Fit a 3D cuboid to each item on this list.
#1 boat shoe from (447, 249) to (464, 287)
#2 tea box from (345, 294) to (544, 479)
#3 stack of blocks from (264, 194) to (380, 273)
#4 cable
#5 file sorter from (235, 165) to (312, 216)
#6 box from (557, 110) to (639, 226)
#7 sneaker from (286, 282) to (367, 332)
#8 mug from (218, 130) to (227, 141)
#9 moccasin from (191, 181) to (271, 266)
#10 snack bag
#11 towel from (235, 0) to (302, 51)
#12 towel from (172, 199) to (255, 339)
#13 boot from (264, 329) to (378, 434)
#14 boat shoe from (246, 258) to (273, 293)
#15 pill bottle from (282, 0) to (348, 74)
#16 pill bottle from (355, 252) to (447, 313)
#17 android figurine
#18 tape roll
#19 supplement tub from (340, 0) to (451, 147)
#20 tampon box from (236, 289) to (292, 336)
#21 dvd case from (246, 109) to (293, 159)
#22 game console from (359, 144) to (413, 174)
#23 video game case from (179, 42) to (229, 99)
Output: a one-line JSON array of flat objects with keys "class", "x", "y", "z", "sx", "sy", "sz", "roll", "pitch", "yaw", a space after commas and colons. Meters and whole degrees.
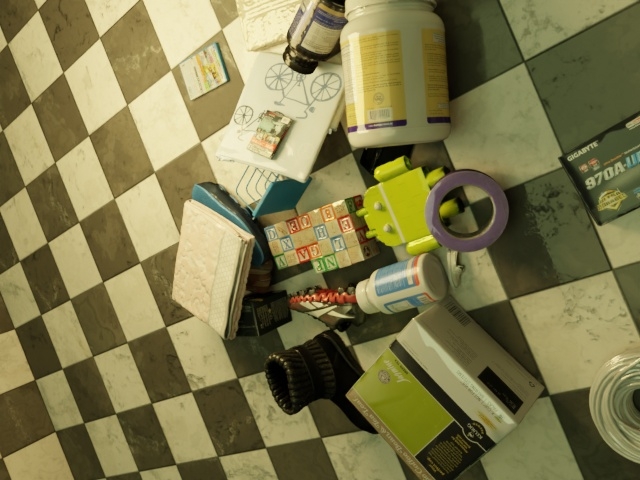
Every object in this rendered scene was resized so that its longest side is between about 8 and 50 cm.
[{"class": "boat shoe", "x": 0.341, "y": 0.070, "z": 1.605, "sx": 0.035, "sy": 0.035, "sz": 0.100, "roll": -3, "pitch": 94, "yaw": 38}, {"class": "tea box", "x": 0.302, "y": 0.378, "z": 1.596, "sx": 0.329, "sy": 0.220, "sz": 0.323, "roll": 47, "pitch": 123, "yaw": 17}, {"class": "stack of blocks", "x": 0.000, "y": 0.000, "z": 1.791, "sx": 0.297, "sy": 0.087, "sz": 0.171, "roll": -17, "pitch": 92, "yaw": 37}, {"class": "cable", "x": 0.717, "y": 0.355, "z": 1.383, "sx": 0.257, "sy": 0.089, "sz": 0.257, "roll": -35, "pitch": 82, "yaw": 37}, {"class": "file sorter", "x": -0.133, "y": -0.153, "z": 1.796, "sx": 0.104, "sy": 0.170, "sz": 0.118, "roll": 47, "pitch": 124, "yaw": 21}, {"class": "box", "x": 0.637, "y": -0.155, "z": 1.329, "sx": 0.220, "sy": 0.051, "sz": 0.175, "roll": -32, "pitch": 83, "yaw": 37}, {"class": "sneaker", "x": 0.019, "y": 0.195, "z": 1.821, "sx": 0.276, "sy": 0.097, "sz": 0.135, "roll": -6, "pitch": 96, "yaw": 34}, {"class": "mug", "x": -0.260, "y": -0.296, "z": 1.924, "sx": 0.062, "sy": 0.078, "sz": 0.064, "roll": -34, "pitch": 91, "yaw": 3}, {"class": "moccasin", "x": -0.246, "y": -0.071, "z": 1.922, "sx": 0.342, "sy": 0.117, "sz": 0.137, "roll": 49, "pitch": 133, "yaw": 19}, {"class": "snack bag", "x": -0.093, "y": -0.332, "z": 1.711, "sx": 0.323, "sy": 0.037, "sz": 0.342, "roll": 18, "pitch": 82, "yaw": 29}, {"class": "towel", "x": -0.106, "y": -0.628, "z": 1.729, "sx": 0.282, "sy": 0.049, "sz": 0.187, "roll": -4, "pitch": 101, "yaw": 35}, {"class": "towel", "x": -0.329, "y": 0.084, "z": 1.891, "sx": 0.317, "sy": 0.053, "sz": 0.332, "roll": 29, "pitch": 114, "yaw": 41}, {"class": "boot", "x": 0.017, "y": 0.428, "z": 1.782, "sx": 0.348, "sy": 0.260, "sz": 0.131, "roll": 51, "pitch": 124, "yaw": 14}, {"class": "boat shoe", "x": -0.290, "y": 0.100, "z": 2.002, "sx": 0.324, "sy": 0.123, "sz": 0.116, "roll": 10, "pitch": 109, "yaw": 35}, {"class": "pill bottle", "x": -0.011, "y": -0.526, "z": 1.596, "sx": 0.123, "sy": 0.123, "sz": 0.219, "roll": 50, "pitch": 135, "yaw": 14}, {"class": "pill bottle", "x": 0.203, "y": 0.119, "z": 1.658, "sx": 0.221, "sy": 0.124, "sz": 0.124, "roll": -21, "pitch": 90, "yaw": 36}, {"class": "android figurine", "x": 0.217, "y": -0.083, "z": 1.625, "sx": 0.273, "sy": 0.056, "sz": 0.248, "roll": -19, "pitch": 96, "yaw": 31}, {"class": "tape roll", "x": 0.339, "y": -0.071, "z": 1.500, "sx": 0.189, "sy": 0.080, "sz": 0.189, "roll": 2, "pitch": 99, "yaw": 10}, {"class": "supplement tub", "x": 0.170, "y": -0.386, "z": 1.471, "sx": 0.241, "sy": 0.241, "sz": 0.331, "roll": 0, "pitch": 98, "yaw": 35}, {"class": "tampon box", "x": -0.186, "y": 0.217, "z": 1.931, "sx": 0.120, "sy": 0.161, "sz": 0.101, "roll": -7, "pitch": 97, "yaw": 35}, {"class": "dvd case", "x": -0.133, "y": -0.278, "z": 1.684, "sx": 0.087, "sy": 0.013, "sz": 0.119, "roll": 25, "pitch": 87, "yaw": 29}, {"class": "game console", "x": 0.169, "y": -0.228, "z": 1.662, "sx": 0.107, "sy": 0.071, "sz": 0.122, "roll": 53, "pitch": 131, "yaw": 50}, {"class": "video game case", "x": -0.354, "y": -0.511, "z": 1.952, "sx": 0.166, "sy": 0.015, "sz": 0.119, "roll": -16, "pitch": 92, "yaw": 37}]
